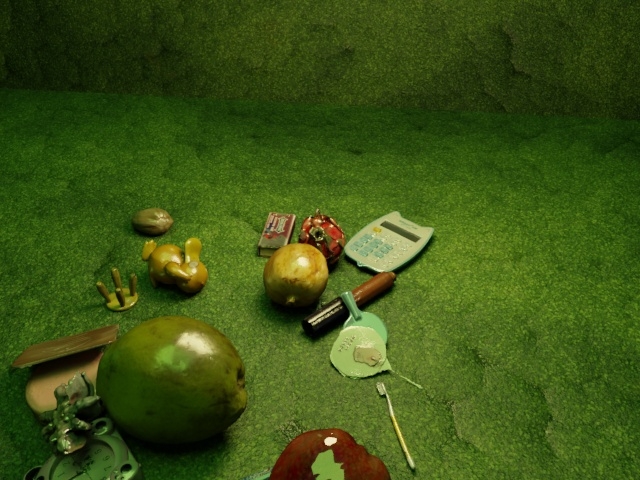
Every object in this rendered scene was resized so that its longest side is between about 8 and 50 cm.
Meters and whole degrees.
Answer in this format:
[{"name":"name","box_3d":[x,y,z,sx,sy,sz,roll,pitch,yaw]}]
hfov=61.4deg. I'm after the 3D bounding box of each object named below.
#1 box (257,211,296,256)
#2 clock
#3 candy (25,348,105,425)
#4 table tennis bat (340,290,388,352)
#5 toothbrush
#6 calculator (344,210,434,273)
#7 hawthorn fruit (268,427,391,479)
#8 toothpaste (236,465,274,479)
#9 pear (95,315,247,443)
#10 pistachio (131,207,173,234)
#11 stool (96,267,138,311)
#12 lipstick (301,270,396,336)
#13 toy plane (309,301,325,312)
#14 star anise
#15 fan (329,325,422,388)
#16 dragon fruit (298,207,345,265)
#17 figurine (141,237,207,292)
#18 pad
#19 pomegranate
[{"name":"box","box_3d":[-0.175,-0.023,2.187,0.120,0.069,0.224,5,39,4]},{"name":"clock","box_3d":[-0.602,0.599,1.369,0.248,0.090,0.227,-28,46,-30]},{"name":"candy","box_3d":[-0.717,0.427,1.578,0.255,0.094,0.255,0,38,0]},{"name":"table tennis bat","box_3d":[0.129,0.274,1.781,0.149,0.038,0.237,-21,67,-14]},{"name":"toothbrush","box_3d":[0.212,0.522,1.537,0.024,0.021,0.288,-16,40,-4]},{"name":"calculator","box_3d":[0.269,0.013,2.153,0.256,0.054,0.386,29,43,31]},{"name":"hawthorn fruit","box_3d":[0.019,0.601,1.220,0.308,0.308,0.324,8,48,9]},{"name":"toothpaste","box_3d":[-0.179,0.625,1.387,0.197,0.034,0.057,-15,25,-17]},{"name":"pear","box_3d":[-0.402,0.372,1.480,0.413,0.352,0.352,7,38,3]},{"name":"pistachio","box_3d":[-0.699,-0.081,2.225,0.185,0.108,0.126,2,14,13]},{"name":"stool","box_3d":[-0.707,0.175,1.890,0.135,0.110,0.134,-14,40,-20]},{"name":"lipstick","box_3d":[0.112,0.211,1.887,0.418,0.077,0.077,-27,46,-33]},{"name":"toy plane","box_3d":[-0.004,0.241,1.880,0.080,0.033,0.083,-4,37,11]},{"name":"star anise","box_3d":[-0.641,0.453,1.384,0.229,0.093,0.236,-38,42,15]},{"name":"fan","box_3d":[0.182,0.383,1.689,0.310,0.010,0.182,26,65,18]},{"name":"dragon fruit","box_3d":[0.000,0.000,2.029,0.193,0.274,0.192,35,84,4]},{"name":"figurine","box_3d":[-0.523,0.094,1.966,0.228,0.215,0.215,-5,36,17]},{"name":"pad","box_3d":[-0.771,0.320,1.655,0.287,0.018,0.284,-15,6,-17]},{"name":"pomegranate","box_3d":[-0.085,0.126,1.867,0.248,0.248,0.248,1,38,0]}]
